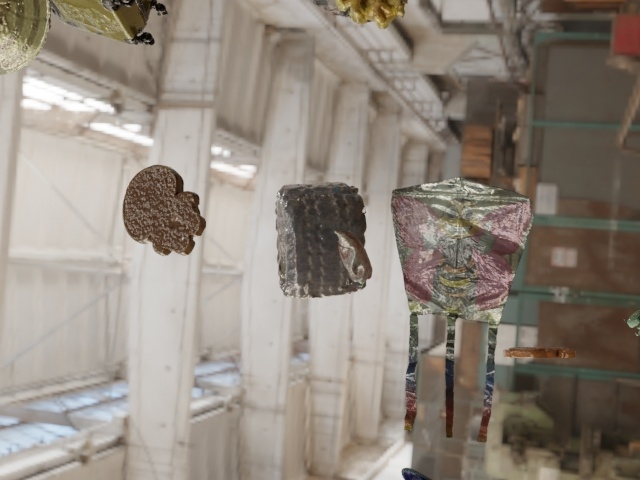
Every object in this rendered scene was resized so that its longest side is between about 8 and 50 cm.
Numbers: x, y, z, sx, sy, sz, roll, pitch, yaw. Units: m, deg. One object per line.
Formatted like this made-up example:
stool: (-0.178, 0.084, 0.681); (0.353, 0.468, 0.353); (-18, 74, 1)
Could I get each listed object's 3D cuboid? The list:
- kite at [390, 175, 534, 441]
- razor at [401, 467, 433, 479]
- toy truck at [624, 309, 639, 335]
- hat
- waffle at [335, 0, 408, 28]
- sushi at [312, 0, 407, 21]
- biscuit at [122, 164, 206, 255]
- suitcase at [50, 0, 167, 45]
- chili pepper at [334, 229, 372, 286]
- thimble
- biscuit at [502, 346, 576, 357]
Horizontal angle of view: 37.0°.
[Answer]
kite: (0.181, 0.091, 1.327); (0.022, 0.204, 0.361); (10, -94, -68)
razor: (0.180, 0.347, 1.297); (0.028, 0.154, 0.044); (-68, 2, -73)
toy truck: (0.468, 0.123, 1.275); (0.080, 0.078, 0.154); (52, -170, 4)
hat: (-0.501, -0.319, 1.286); (0.110, 0.252, 0.252); (-67, -24, -54)
waffle: (0.079, -0.361, 1.227); (0.192, 0.160, 0.046); (61, -178, 29)
sushi: (0.058, -0.458, 1.481); (0.225, 0.238, 0.219); (-13, -55, -52)
biscuit: (-0.234, -0.041, 1.428); (0.026, 0.175, 0.124); (21, -75, -53)
suitcase: (-0.431, -0.497, 1.865); (0.194, 0.234, 0.143); (72, -141, -72)
chili pepper: (0.061, 0.029, 1.737); (0.041, 0.050, 0.153); (-99, -12, -53)
thimble: (0.000, 0.000, 1.925); (0.205, 0.172, 0.236); (125, 143, -79)
biscuit: (0.385, 0.198, 1.687); (0.102, 0.130, 0.019); (149, 122, -78)
